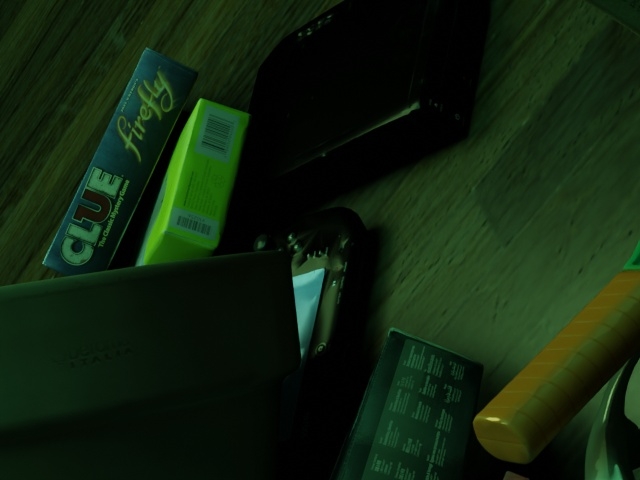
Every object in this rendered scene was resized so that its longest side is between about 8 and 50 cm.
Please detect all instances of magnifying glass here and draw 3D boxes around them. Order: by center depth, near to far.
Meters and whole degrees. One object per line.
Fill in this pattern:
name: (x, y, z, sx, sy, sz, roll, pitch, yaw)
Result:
magnifying glass: (0.143, 0.005, 0.608, 0.231, 0.026, 0.092, -39, 19, -26)

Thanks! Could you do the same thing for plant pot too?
plant pot: (-0.149, 0.165, 0.795, 0.323, 0.323, 0.280, -14, 86, 56)

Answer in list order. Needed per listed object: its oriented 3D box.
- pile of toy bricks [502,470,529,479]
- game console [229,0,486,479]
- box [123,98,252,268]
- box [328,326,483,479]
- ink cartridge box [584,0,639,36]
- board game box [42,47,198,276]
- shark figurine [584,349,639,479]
pile of toy bricks: (0.090, 0.199, 0.592, 0.105, 0.118, 0.212, 17, 66, 23)
game console: (0.000, 0.000, 0.956, 0.213, 0.044, 0.361, -24, 47, 51)
box: (-0.100, -0.008, 1.084, 0.178, 0.042, 0.109, 129, 157, -58)
box: (0.009, 0.159, 0.660, 0.220, 0.051, 0.175, -63, -7, -68)
ink cartridge box: (0.175, -0.210, 0.674, 0.234, 0.193, 0.088, -49, 31, 25)
board game box: (-0.150, -0.046, 1.165, 0.165, 0.042, 0.243, -65, 7, -5)
shark figurine: (0.157, 0.133, 0.523, 0.166, 0.116, 0.278, -36, 29, -21)
